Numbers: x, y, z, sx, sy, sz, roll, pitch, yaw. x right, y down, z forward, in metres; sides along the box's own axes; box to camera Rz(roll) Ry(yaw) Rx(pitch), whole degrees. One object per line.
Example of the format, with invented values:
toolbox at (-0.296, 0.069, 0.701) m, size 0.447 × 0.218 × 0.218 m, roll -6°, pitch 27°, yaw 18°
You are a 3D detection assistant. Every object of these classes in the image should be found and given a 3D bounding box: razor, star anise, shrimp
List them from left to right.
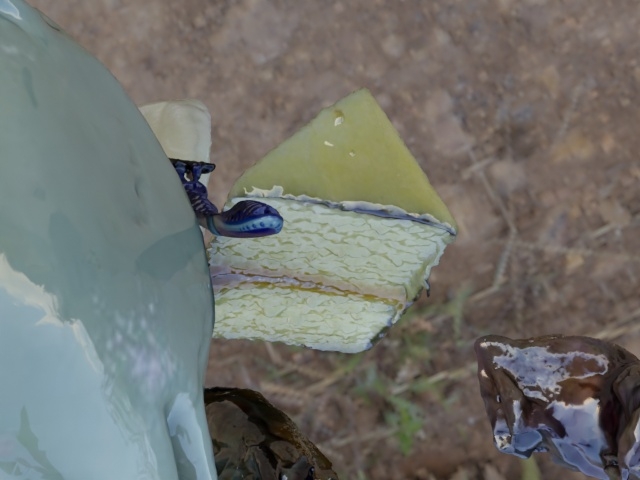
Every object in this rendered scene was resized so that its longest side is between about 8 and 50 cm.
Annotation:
shrimp at (-0.087, 0.140, 0.817) m, size 0.173 × 0.058 × 0.253 m, roll -19°, pitch -165°, yaw -11°
razor at (-0.053, -0.018, 0.740) m, size 0.044 × 0.154 × 0.028 m, roll 5°, pitch 101°, yaw -25°
star anise at (0.203, 0.121, 0.777) m, size 0.220 × 0.099 × 0.214 m, roll 15°, pitch 174°, yaw 30°

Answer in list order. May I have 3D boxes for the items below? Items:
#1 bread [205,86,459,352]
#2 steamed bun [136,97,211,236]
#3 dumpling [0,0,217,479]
bread at (0.000, 0.000, 1.072) m, size 0.178 × 0.142 × 0.266 m, roll 22°, pitch 155°, yaw -5°
steamed bun at (-0.215, -0.014, 1.420) m, size 0.207 × 0.268 × 0.280 m, roll 3°, pitch 171°, yaw -7°
dumpling at (-0.151, 0.031, 0.680) m, size 0.211 × 0.321 × 0.270 m, roll 0°, pitch 159°, yaw -12°
